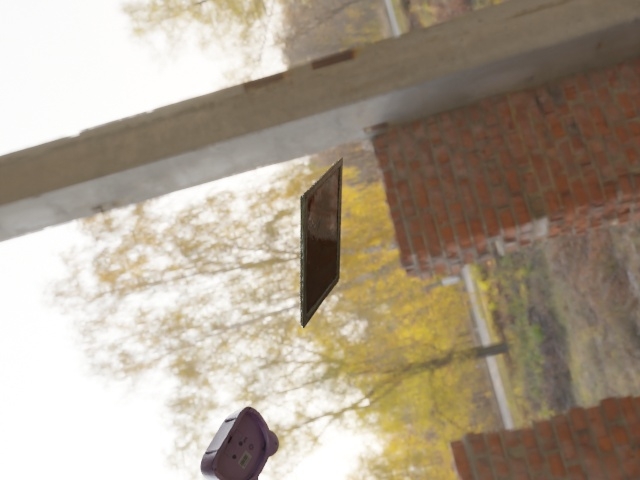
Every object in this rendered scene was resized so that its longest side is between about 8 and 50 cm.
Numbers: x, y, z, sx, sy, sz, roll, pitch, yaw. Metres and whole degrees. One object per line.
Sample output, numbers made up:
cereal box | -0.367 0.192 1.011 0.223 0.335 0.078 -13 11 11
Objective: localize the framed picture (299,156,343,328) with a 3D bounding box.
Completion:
framed picture | 0.000 0.000 1.424 0.197 0.014 0.252 -50 -35 -59

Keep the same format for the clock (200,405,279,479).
clock | -0.148 0.389 1.485 0.110 0.050 0.153 47 -133 -18
